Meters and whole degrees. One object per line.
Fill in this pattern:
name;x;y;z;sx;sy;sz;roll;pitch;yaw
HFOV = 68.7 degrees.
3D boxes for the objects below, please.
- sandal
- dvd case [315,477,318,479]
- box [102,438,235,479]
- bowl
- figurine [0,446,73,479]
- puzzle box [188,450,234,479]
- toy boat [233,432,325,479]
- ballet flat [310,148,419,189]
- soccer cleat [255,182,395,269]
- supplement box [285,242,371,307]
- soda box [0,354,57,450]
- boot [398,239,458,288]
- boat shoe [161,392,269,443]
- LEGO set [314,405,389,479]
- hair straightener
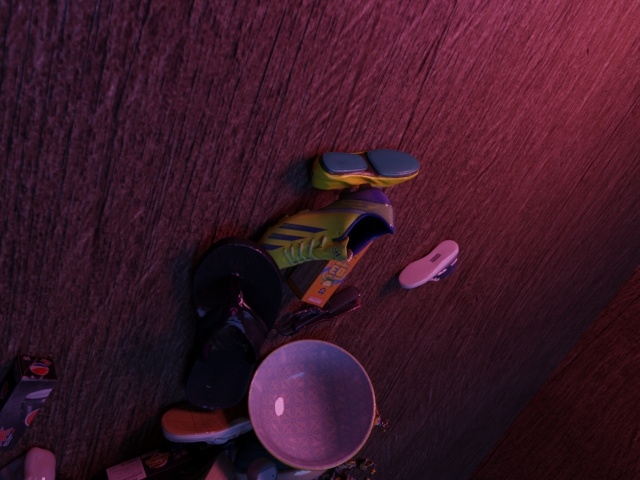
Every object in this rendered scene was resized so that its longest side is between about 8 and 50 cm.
sandal;-0.169;0.195;0.902;0.167;0.107;0.446;5;123;-15
dvd case;-0.099;0.802;1.554;0.238;0.029;0.179;8;119;-41
box;-0.369;0.612;1.159;0.293;0.073;0.296;-9;129;-31
bowl;-0.026;0.397;1.108;0.289;0.290;0.156;-23;152;-21
figurine;-0.512;0.531;0.875;0.092;0.209;0.215;-21;134;-23
puzzle box;-0.369;0.630;0.966;0.408;0.052;0.272;-40;176;-7
toy boat;-0.103;0.543;1.149;0.267;0.318;0.148;-10;92;7
ballet flat;0.081;-0.129;0.892;0.230;0.077;0.077;-6;148;-30
soccer cleat;0.000;-0.001;0.856;0.289;0.121;0.093;-26;145;10
supplement box;0.031;0.024;0.968;0.078;0.080;0.233;23;110;-44
soda box;-0.508;0.272;0.780;0.060;0.053;0.169;24;108;-46
boot;0.287;0.084;1.217;0.189;0.069;0.086;-32;135;-14
boat shoe;-0.240;0.427;1.080;0.276;0.098;0.096;8;118;-43
LEGO set;0.087;0.616;1.303;0.192;0.331;0.255;37;139;-14
hair straightener;-0.008;0.154;1.079;0.230;0.047;0.089;-18;133;-19
